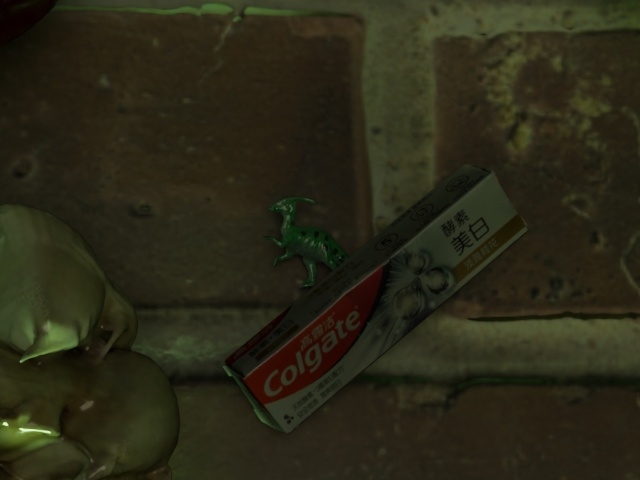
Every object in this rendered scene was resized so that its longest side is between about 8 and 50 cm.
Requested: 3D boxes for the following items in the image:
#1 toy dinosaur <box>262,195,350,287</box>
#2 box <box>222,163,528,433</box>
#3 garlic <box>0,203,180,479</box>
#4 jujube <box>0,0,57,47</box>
[{"bbox_3d":[0.000,0.000,0.941,0.083,0.021,0.062,-4,84,-21],"label":"toy dinosaur"},{"bbox_3d":[0.038,0.036,0.920,0.218,0.039,0.055,-38,112,-13],"label":"box"},{"bbox_3d":[-0.160,0.133,0.809,0.185,0.203,0.281,28,69,-25],"label":"garlic"},{"bbox_3d":[-0.264,-0.230,0.889,0.174,0.174,0.250,-39,74,-12],"label":"jujube"}]
